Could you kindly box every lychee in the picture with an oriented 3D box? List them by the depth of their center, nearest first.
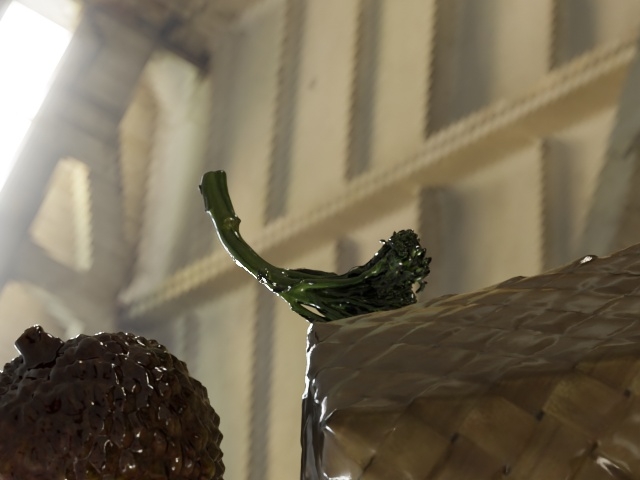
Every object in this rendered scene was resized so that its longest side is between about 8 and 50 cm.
[{"bbox_3d":[-0.199,0.198,1.686,0.236,0.271,0.236,-34,-171,6],"label":"lychee"}]

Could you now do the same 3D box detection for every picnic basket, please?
[{"bbox_3d":[0.157,0.188,1.182,0.337,0.337,0.293,-57,-171,10],"label":"picnic basket"}]

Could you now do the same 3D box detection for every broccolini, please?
[{"bbox_3d":[-0.006,-0.004,1.589,0.123,0.062,0.271,-39,-127,-14],"label":"broccolini"}]
